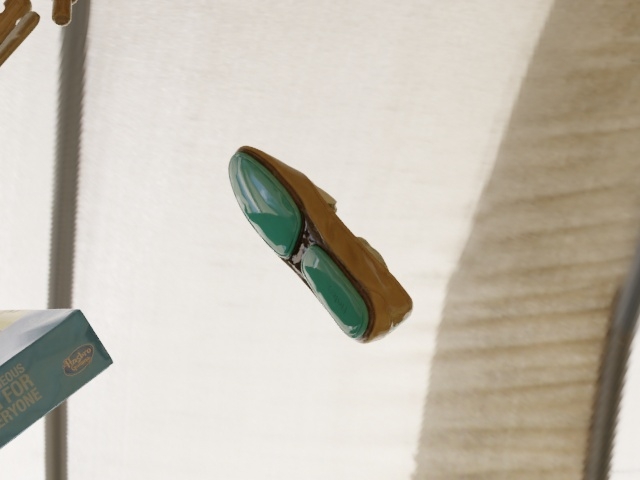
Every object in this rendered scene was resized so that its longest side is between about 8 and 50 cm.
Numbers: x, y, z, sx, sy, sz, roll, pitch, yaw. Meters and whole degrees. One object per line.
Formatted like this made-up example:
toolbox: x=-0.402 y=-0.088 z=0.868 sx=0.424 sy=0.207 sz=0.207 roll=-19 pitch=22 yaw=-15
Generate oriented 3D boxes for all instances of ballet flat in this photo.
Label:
ballet flat: x=0.000 y=0.000 z=1.170 sx=0.073 sy=0.232 sz=0.080 roll=-16 pitch=-31 yaw=-39

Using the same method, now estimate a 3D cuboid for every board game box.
board game box: x=-0.372 y=0.159 z=1.248 sx=0.242 sy=0.316 sz=0.064 roll=-38 pitch=-72 yaw=-30

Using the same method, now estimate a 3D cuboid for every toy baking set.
toy baking set: x=-0.295 y=-0.197 z=1.169 sx=0.196 sy=0.256 sz=0.030 roll=-32 pitch=-47 yaw=17
